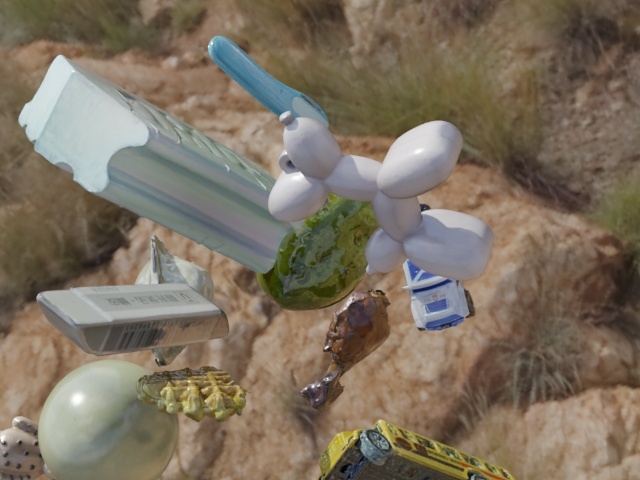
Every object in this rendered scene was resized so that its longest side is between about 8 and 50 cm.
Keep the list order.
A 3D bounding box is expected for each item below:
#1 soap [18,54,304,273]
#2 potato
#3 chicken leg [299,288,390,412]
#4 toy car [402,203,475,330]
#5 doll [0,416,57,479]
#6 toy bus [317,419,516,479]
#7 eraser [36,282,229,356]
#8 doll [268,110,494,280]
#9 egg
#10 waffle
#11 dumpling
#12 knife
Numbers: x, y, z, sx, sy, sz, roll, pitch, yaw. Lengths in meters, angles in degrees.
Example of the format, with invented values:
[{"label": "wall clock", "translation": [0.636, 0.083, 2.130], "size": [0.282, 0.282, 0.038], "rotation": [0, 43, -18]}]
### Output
[{"label": "soap", "translation": [-0.172, -0.083, 1.124], "size": [0.095, 0.290, 0.173], "rotation": [-56, 37, 8]}, {"label": "potato", "translation": [0.000, 0.000, 1.662], "size": [0.253, 0.186, 0.148], "rotation": [-47, 20, 7]}, {"label": "chicken leg", "translation": [0.046, 0.212, 1.836], "size": [0.113, 0.304, 0.093], "rotation": [0, 43, -26]}, {"label": "toy car", "translation": [0.147, 0.034, 1.351], "size": [0.080, 0.070, 0.170], "rotation": [-17, 74, 18]}, {"label": "doll", "translation": [-0.502, 0.399, 1.819], "size": [0.119, 0.278, 0.154], "rotation": [150, 129, -66]}, {"label": "toy bus", "translation": [0.149, 0.358, 1.498], "size": [0.121, 0.336, 0.123], "rotation": [-55, 26, 19]}, {"label": "eraser", "translation": [-0.241, 0.105, 1.368], "size": [0.089, 0.352, 0.061], "rotation": [32, 105, 25]}, {"label": "doll", "translation": [0.037, -0.035, 0.753], "size": [0.160, 0.161, 0.059], "rotation": [-4, 41, 28]}, {"label": "egg", "translation": [-0.333, 0.297, 1.592], "size": [0.219, 0.219, 0.269], "rotation": [-37, 6, -2]}, {"label": "waffle", "translation": [-0.148, 0.195, 1.293], "size": [0.192, 0.161, 0.046], "rotation": [4, 92, 42]}, {"label": "dumpling", "translation": [-0.246, 0.081, 1.617], "size": [0.142, 0.172, 0.247], "rotation": [-13, 38, 3]}, {"label": "knife", "translation": [-0.078, -0.228, 1.511], "size": [0.031, 0.222, 0.064], "rotation": [-30, 31, 50]}]
